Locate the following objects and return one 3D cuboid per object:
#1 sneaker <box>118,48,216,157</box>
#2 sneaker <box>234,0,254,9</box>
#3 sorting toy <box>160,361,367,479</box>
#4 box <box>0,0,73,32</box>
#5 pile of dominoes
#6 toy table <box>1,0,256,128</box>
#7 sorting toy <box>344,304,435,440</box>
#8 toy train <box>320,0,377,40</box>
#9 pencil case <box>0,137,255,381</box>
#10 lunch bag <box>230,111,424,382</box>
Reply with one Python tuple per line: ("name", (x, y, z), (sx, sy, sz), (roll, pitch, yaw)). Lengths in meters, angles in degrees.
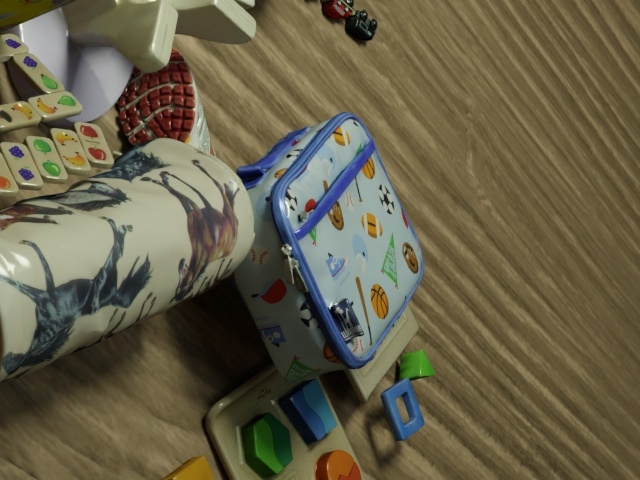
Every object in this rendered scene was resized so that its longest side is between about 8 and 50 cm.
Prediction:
("sneaker", (-0.156, -0.095, 1.963), (0.093, 0.088, 0.225), (30, 50, -73))
("sneaker", (-0.131, -0.315, 2.087), (0.152, 0.058, 0.084), (11, 77, -46))
("sorting toy", (-0.046, 0.263, 1.994), (0.307, 0.041, 0.229), (-32, 104, -54))
("box", (-0.380, -0.323, 1.640), (0.290, 0.177, 0.279), (-20, 93, -56))
("pile of dominoes", (-0.307, -0.123, 1.674), (0.196, 0.040, 0.251), (44, 35, 19))
("toy table", (-0.203, -0.256, 1.876), (0.252, 0.161, 0.274), (27, 55, -47))
("sorting toy", (0.035, 0.074, 2.181), (0.347, 0.047, 0.196), (63, 32, -17))
("toy train", (0.019, -0.299, 2.322), (0.158, 0.027, 0.036), (36, 60, -43))
("pencil case", (-0.244, 0.019, 1.715), (0.410, 0.183, 0.160), (-25, 126, -55))
("lunch bag", (0.000, 0.000, 1.994), (0.243, 0.115, 0.303), (67, 26, -16))
